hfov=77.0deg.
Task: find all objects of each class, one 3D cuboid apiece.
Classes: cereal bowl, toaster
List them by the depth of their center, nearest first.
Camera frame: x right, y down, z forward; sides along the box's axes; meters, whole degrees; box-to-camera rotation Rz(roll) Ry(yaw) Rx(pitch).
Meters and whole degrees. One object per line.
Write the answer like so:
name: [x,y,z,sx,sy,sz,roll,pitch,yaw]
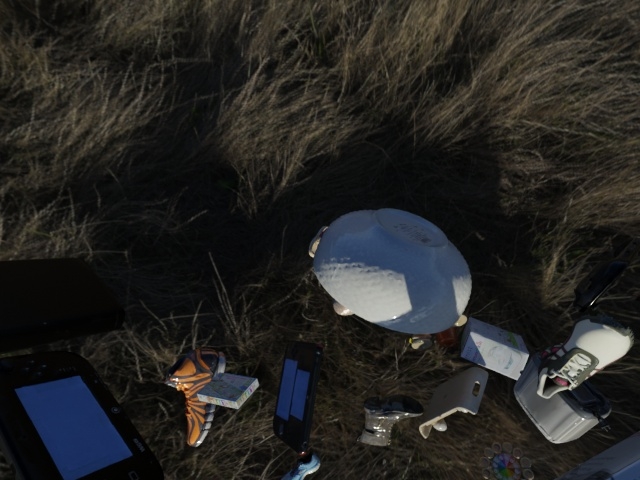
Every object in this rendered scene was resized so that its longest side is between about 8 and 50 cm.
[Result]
cereal bowl: [0.163,0.029,0.845,0.339,0.339,0.141,28,118,18]
toaster: [0.609,0.405,1.025,0.129,0.146,0.227,0,37,-24]

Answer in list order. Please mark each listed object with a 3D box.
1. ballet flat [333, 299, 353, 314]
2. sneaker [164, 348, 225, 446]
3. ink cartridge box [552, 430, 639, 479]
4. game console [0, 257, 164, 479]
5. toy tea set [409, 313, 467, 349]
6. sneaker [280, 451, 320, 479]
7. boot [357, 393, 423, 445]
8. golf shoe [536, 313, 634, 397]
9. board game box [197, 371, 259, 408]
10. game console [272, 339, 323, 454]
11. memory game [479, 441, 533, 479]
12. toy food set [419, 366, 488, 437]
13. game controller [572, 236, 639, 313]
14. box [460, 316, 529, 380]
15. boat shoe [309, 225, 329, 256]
ballet flat: [0.186,0.155,1.393,0.316,0.106,0.107,-28,81,-17]
sneaker: [-0.454,0.529,1.380,0.180,0.124,0.321,18,75,-28]
ink cartridge box: [0.301,0.326,0.430,0.307,0.223,0.129,-33,55,3]
game console: [-0.283,0.133,0.423,0.361,0.213,0.044,37,110,26]
toy tea set: [0.475,0.313,1.635,0.200,0.336,0.124,0,44,-1]
sneaker: [-0.082,0.840,1.487,0.162,0.073,0.063,-28,22,-26]
boot: [0.284,0.752,1.659,0.263,0.091,0.229,1,115,6]
golf shoe: [0.560,0.260,0.864,0.105,0.273,0.120,34,58,23]
board game box: [-0.275,0.445,1.201,0.154,0.103,0.026,-3,110,31]
game console: [-0.097,0.598,1.596,0.060,0.342,0.387,14,74,-17]
memory game: [0.698,0.855,1.510,0.186,0.012,0.186,-12,47,13]
toy food set: [0.531,0.650,1.596,0.092,0.306,0.220,42,43,7]
game controller: [0.742,0.082,1.026,0.319,0.166,0.067,-17,58,-43]
box: [0.724,0.442,1.695,0.231,0.262,0.127,19,99,18]
boat shoe: [0.000,0.000,1.906,0.063,0.059,0.170,32,69,-15]
